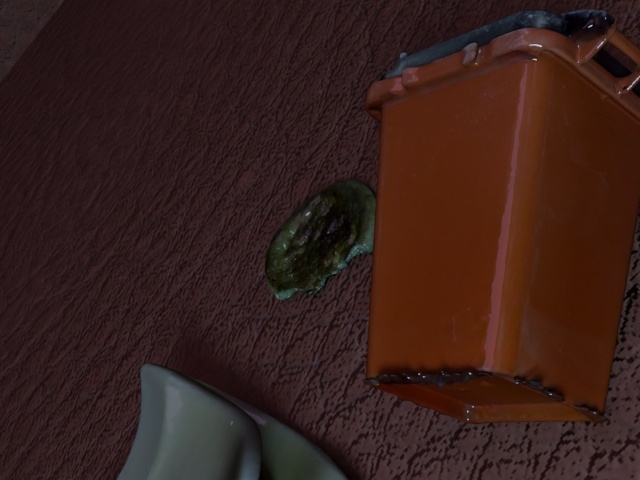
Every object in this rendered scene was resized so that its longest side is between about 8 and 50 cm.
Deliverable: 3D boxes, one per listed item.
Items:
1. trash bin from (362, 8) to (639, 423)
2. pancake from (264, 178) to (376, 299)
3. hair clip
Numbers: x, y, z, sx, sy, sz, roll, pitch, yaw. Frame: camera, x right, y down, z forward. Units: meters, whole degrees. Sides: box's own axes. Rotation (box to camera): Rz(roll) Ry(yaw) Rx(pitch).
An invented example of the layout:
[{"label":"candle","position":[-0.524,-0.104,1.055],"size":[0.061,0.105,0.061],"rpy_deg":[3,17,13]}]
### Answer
[{"label":"trash bin","position":[0.126,-0.009,0.622],"size":[0.184,0.161,0.239],"rpy_deg":[-15,59,46]},{"label":"pancake","position":[0.000,-0.003,0.887],"size":[0.129,0.022,0.116],"rpy_deg":[-37,38,19]},{"label":"hair clip","position":[-0.072,0.201,0.739],"size":[0.282,0.113,0.172],"rpy_deg":[-2,60,57]}]
